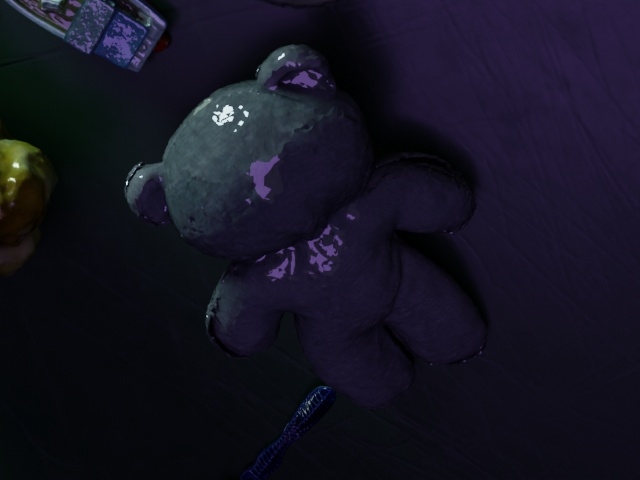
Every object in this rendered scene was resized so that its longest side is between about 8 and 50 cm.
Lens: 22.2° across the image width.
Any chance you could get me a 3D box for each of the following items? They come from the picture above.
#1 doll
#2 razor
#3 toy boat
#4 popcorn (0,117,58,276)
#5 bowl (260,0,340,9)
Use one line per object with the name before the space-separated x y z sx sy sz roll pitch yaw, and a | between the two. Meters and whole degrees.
doll | -0.003 -0.006 1.330 0.246 0.158 0.340 -35 130 13
razor | -0.034 0.180 1.445 0.044 0.028 0.154 36 112 -5
toy boat | -0.204 -0.197 1.321 0.173 0.059 0.069 33 111 -3
popcorn | -0.356 -0.039 1.314 0.276 0.225 0.276 5 113 11
bowl | -0.049 -0.274 1.213 0.112 0.211 0.211 6 117 50
